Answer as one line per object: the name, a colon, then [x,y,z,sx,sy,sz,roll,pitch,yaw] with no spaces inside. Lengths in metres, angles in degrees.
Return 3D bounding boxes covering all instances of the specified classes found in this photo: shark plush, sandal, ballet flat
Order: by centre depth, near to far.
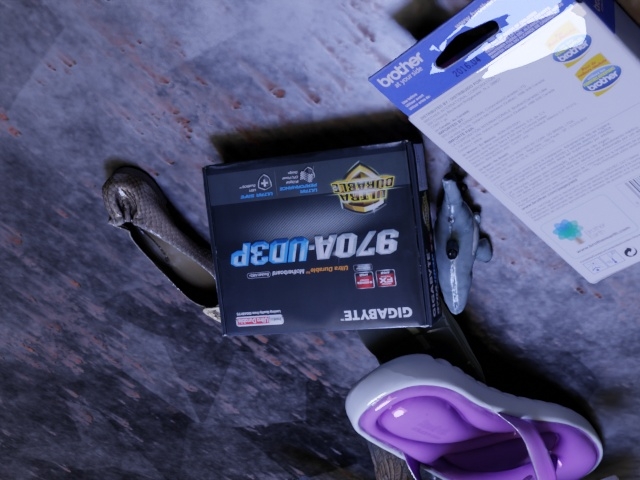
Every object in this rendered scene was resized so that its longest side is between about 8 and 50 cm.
shark plush: [0.140,-0.001,0.943,0.073,0.067,0.161,12,139,6]
sandal: [0.108,0.114,1.067,0.120,0.086,0.303,-18,133,4]
ballet flat: [-0.161,0.022,1.075,0.084,0.058,0.250,-12,131,30]
sandal: [0.183,0.248,1.088,0.416,0.102,0.169,26,126,-37]

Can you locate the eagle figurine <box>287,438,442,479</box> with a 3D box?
eagle figurine: [0.100,0.411,1.317,0.225,0.226,0.298,-1,143,46]

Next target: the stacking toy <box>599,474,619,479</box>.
stacking toy: [0.200,0.345,1.133,0.309,0.130,0.279,-11,132,-11]

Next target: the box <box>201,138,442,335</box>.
box: [0.000,0.000,0.932,0.220,0.051,0.175,-4,95,22]

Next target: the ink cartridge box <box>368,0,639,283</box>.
ink cartridge box: [0.213,-0.099,0.818,0.311,0.065,0.186,36,135,-24]
